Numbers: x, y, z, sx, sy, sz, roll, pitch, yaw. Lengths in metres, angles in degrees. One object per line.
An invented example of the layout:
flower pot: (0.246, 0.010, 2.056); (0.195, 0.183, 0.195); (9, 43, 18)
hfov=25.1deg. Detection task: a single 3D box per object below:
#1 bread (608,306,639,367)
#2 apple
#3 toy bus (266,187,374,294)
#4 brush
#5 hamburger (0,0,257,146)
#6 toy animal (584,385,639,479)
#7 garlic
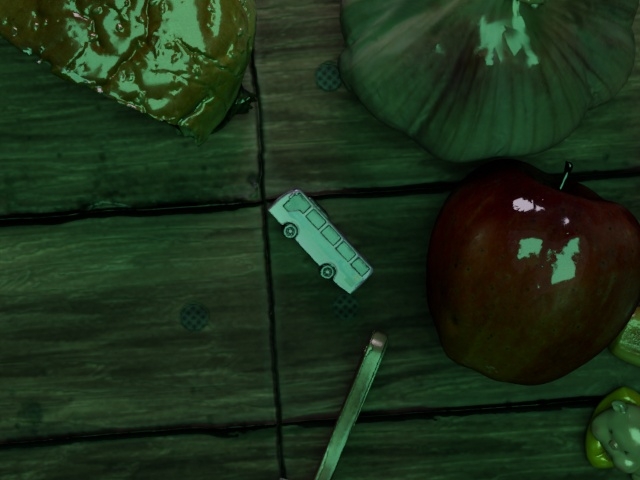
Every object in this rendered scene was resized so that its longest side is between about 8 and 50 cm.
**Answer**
bread: (0.366, 0.111, 1.562); (0.103, 0.049, 0.062); (20, 102, -4)
apple: (0.211, 0.026, 1.471); (0.233, 0.234, 0.234); (0, 94, -1)
toy bus: (0.000, 0.000, 1.551); (0.052, 0.037, 0.131); (-43, 95, 0)
brush: (-0.010, 0.245, 1.560); (0.065, 0.070, 0.328); (23, 92, 7)
hamburger: (-0.186, -0.246, 1.482); (0.308, 0.132, 0.211); (32, 95, -2)
toy animal: (0.336, 0.223, 1.554); (0.091, 0.082, 0.114); (-39, 95, 3)
garlic: (0.172, -0.229, 1.456); (0.321, 0.241, 0.322); (2, 115, 5)
